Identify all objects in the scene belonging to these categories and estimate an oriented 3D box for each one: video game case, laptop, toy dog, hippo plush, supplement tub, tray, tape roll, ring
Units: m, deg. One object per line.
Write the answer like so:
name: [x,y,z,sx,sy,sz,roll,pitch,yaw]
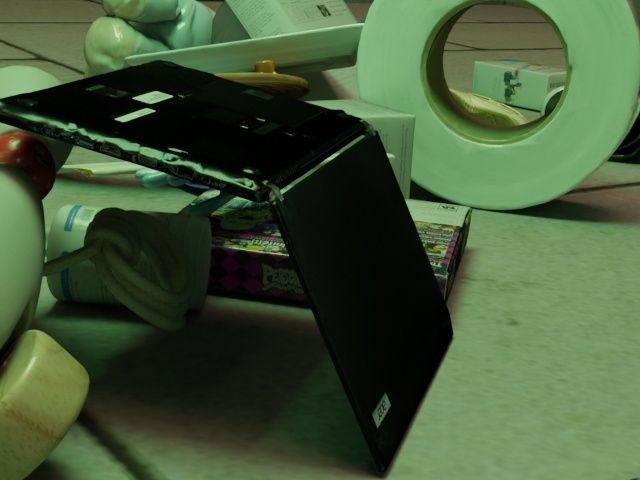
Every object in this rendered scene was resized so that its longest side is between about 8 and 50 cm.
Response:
video game case: [0.000,0.000,0.928,0.232,0.041,0.210,7,17,10]
laptop: [-0.043,-0.006,0.704,0.264,0.136,0.234,17,18,11]
toy dog: [-0.218,0.021,0.625,0.161,0.220,0.333,-32,5,14]
hippo plush: [-0.172,-0.249,1.539,0.237,0.234,0.294,24,-24,5]
supplement tub: [-0.136,0.013,0.805,0.107,0.071,0.071,6,17,2]
tray: [-0.072,-0.201,1.266,0.271,0.030,0.145,-7,-1,5]
tape roll: [0.186,-0.177,1.149,0.286,0.286,0.100,9,17,15]
ring: [-0.179,-0.157,1.238,0.337,0.032,0.336,-7,1,0]

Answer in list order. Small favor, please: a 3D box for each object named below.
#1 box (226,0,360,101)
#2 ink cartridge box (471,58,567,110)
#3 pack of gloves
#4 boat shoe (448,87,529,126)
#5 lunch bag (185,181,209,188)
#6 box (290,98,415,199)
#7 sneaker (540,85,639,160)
box: [-0.020,-0.277,1.449,0.058,0.322,0.232,-33,0,26]
ink cartridge box: [0.346,-0.247,1.800,0.181,0.061,0.104,20,23,40]
pack of gloves: [-0.085,-0.047,0.951,0.232,0.046,0.195,-8,8,-44]
boat shoe: [0.206,-0.163,1.502,0.170,0.063,0.059,30,26,37]
lunch bag: [-0.098,-0.102,1.171,0.129,0.096,0.151,-8,8,-41]
box: [0.028,-0.081,1.103,0.087,0.101,0.102,-6,18,-31]
sneaker: [0.446,-0.155,1.465,0.296,0.104,0.147,-2,19,0]
